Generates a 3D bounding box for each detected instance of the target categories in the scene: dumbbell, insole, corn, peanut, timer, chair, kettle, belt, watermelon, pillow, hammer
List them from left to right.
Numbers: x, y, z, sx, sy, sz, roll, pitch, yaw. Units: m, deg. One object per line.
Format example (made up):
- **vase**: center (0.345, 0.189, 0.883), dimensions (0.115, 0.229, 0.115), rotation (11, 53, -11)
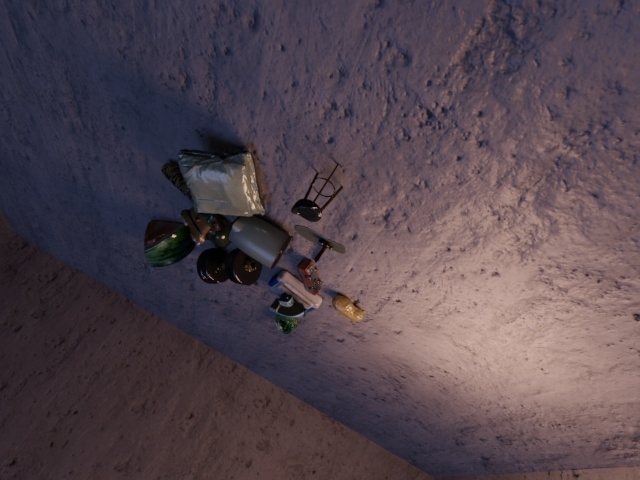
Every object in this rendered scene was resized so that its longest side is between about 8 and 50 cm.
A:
- **watermelon**: center (-0.820, 0.050, 2.155), dimensions (0.319, 0.222, 0.292), rotation (13, 137, 22)
- **corn**: center (-0.547, -0.234, 1.690), dimensions (0.253, 0.086, 0.086), rotation (38, 148, 17)
- **pillow**: center (-0.364, -0.208, 1.524), dimensions (0.284, 0.138, 0.309), rotation (-2, 137, 4)
- **dumbbell**: center (-0.438, 0.122, 1.994), dimensions (0.388, 0.185, 0.185), rotation (-2, 134, 39)
- **kettle**: center (-0.262, -0.004, 1.749), dimensions (0.236, 0.161, 0.221), rotation (30, 176, 2)
- **belt**: center (-0.186, 0.451, 2.315), dimensions (0.121, 0.079, 0.151), rotation (28, 135, 21)
- **timer**: center (-0.131, 0.261, 2.033), dimensions (0.253, 0.078, 0.178), rotation (37, 145, -11)
- **chair**: center (-0.002, -0.140, 1.321), dimensions (0.104, 0.221, 0.095), rotation (-18, 119, 47)
- **hammer**: center (-0.001, 0.049, 1.725), dimensions (0.065, 0.021, 0.178), rotation (30, 150, -1)
- **insole**: center (0.000, 0.000, 1.678), dimensions (0.232, 0.003, 0.080), rotation (25, 145, 7)
- **peanut**: center (0.130, 0.315, 1.914), dimensions (0.174, 0.080, 0.080), rotation (36, 145, -14)

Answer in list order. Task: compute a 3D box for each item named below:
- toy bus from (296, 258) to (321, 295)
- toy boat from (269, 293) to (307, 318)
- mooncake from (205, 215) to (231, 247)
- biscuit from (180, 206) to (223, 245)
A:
- **toy bus**: center (-0.050, 0.166, 1.872), dimensions (0.077, 0.065, 0.192), rotation (22, 145, 31)
- **toy boat**: center (-0.155, 0.311, 1.967), dimensions (0.215, 0.088, 0.102), rotation (10, 140, 30)
- **mooncake**: center (-0.482, -0.041, 1.895), dimensions (0.175, 0.104, 0.168), rotation (-3, 139, 43)
- **biscuit**: center (-0.491, -0.118, 1.763), dimensions (0.302, 0.049, 0.196), rotation (-35, 88, 33)
